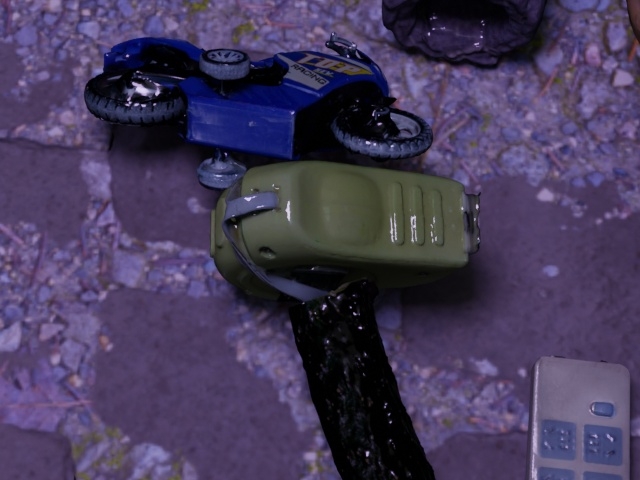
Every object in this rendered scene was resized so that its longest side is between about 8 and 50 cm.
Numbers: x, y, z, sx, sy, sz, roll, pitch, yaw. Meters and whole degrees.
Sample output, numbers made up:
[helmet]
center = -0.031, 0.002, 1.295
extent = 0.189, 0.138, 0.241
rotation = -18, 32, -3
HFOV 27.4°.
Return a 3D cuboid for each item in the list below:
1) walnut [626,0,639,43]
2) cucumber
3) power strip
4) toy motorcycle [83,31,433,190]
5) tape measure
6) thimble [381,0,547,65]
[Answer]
[walnut]
center = 0.432, -0.235, 1.086
extent = 0.381, 0.381, 0.381
rotation = 0, 66, -1
[cucumber]
center = 0.054, 0.181, 1.006
extent = 0.081, 0.072, 0.303
rotation = -21, 86, 23
[power strip]
center = 0.206, 0.182, 1.052
extent = 0.081, 0.035, 0.192
rotation = 6, 67, 2
[toy motorcycle]
center = -0.050, -0.124, 1.135
extent = 0.315, 0.113, 0.169
rotation = 10, 28, 13
[tape measure]
center = 0.000, 0.000, 1.054
extent = 0.200, 0.175, 0.106
rotation = 4, 72, -24
[thimble]
center = 0.130, -0.230, 1.174
extent = 0.150, 0.150, 0.097
rotation = 8, 68, 3
